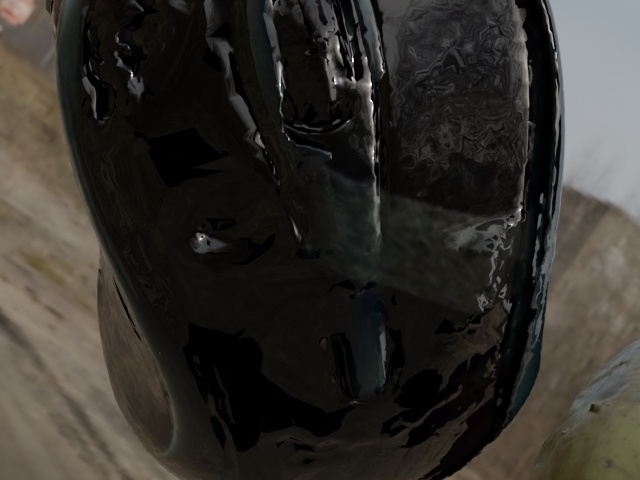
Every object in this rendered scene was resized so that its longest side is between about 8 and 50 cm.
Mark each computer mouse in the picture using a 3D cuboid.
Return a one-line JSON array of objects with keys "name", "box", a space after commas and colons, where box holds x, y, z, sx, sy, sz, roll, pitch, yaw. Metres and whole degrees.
[{"name": "computer mouse", "box": [0.000, 0.000, 0.406, 0.096, 0.137, 0.233, -119, -166, -51]}]

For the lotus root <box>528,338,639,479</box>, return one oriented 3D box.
[{"name": "lotus root", "box": [0.189, 0.111, 0.674, 0.154, 0.154, 0.278, 34, 33, 14]}]
